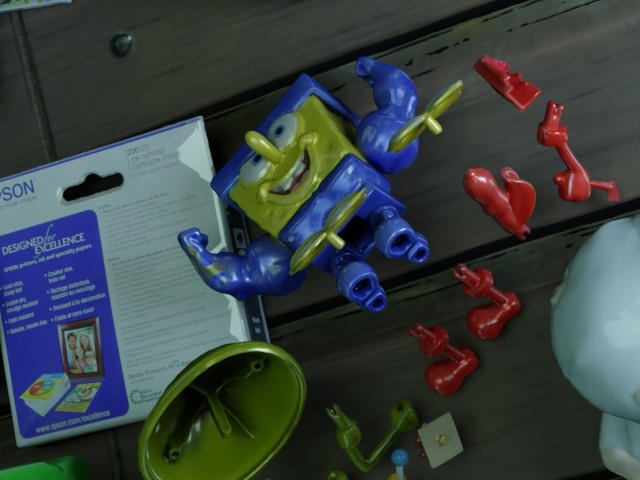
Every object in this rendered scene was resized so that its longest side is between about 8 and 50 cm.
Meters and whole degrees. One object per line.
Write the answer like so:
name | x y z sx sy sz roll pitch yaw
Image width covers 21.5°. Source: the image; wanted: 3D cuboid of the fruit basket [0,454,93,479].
fruit basket | -0.279 0.353 1.153 0.392 0.283 0.392 0 89 22

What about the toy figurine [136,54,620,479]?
toy figurine | 0.000 0.000 1.179 0.362 0.191 0.217 -50 41 10

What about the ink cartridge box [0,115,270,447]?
ink cartridge box | -0.148 0.034 1.258 0.206 0.045 0.208 -15 81 21

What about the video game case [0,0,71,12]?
video game case | -0.254 -0.225 1.344 0.122 0.011 0.087 -5 83 22

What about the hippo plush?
hippo plush | 0.265 0.051 0.982 0.294 0.236 0.234 -36 73 16

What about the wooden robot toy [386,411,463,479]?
wooden robot toy | 0.061 0.204 1.160 0.079 0.076 0.173 -5 82 58
